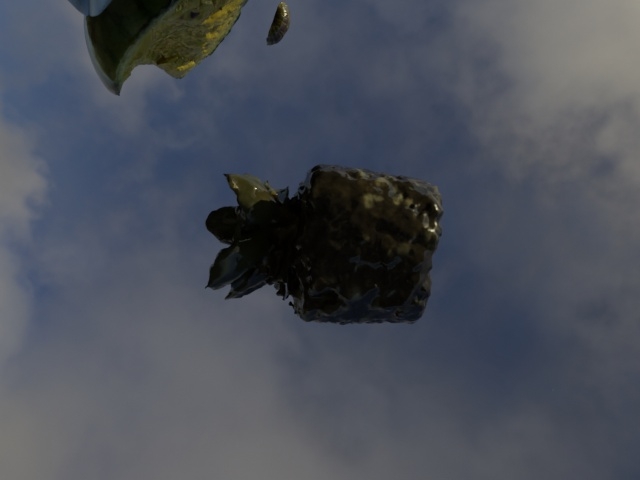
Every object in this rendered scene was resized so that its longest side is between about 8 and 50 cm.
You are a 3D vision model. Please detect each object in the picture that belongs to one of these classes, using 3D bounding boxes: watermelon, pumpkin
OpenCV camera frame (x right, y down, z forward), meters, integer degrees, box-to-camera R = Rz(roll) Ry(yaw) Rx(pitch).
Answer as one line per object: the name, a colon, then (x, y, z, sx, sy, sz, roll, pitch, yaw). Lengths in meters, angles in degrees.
watermelon: (-0.295, -0.421, 0.819, 0.189, 0.331, 0.331, 42, -83, -12)
pumpkin: (-0.073, -0.398, 0.846, 0.028, 0.050, 0.083, 27, -82, -2)

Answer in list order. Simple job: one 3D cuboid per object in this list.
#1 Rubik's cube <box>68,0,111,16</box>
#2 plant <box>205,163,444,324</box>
Rubik's cube: (-0.291, -0.427, 0.485, 0.254, 0.254, 0.255, -9, -110, 25)
plant: (0.000, 0.000, 0.640, 0.311, 0.213, 0.216, 5, -83, 7)
